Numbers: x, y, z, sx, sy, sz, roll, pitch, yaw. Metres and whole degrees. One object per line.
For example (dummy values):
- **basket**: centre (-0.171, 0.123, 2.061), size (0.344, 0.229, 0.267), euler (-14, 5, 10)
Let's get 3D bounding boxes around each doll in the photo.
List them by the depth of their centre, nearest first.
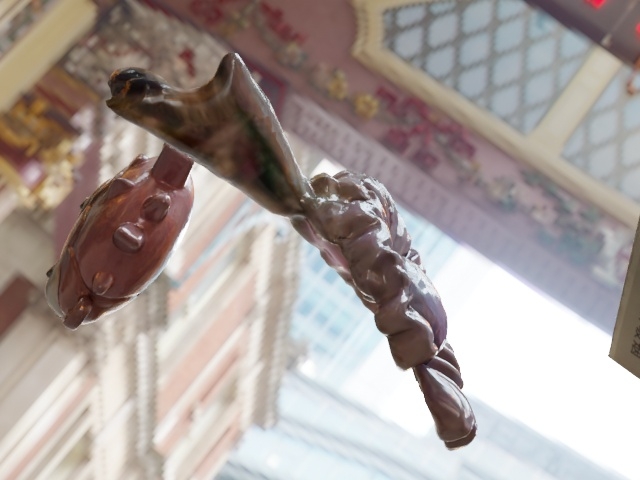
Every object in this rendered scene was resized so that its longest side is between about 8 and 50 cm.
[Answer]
- **doll**: centre (-0.178, -0.013, 1.581), size (0.093, 0.262, 0.211), euler (35, -36, -13)

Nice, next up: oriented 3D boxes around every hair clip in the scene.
- **hair clip**: centre (0.005, -0.005, 0.965), size (0.069, 0.173, 0.300), euler (-36, -60, 17)

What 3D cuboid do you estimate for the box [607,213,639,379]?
- **box**: centre (0.216, 0.053, 0.798), size (0.198, 0.029, 0.109), euler (39, -50, 48)
